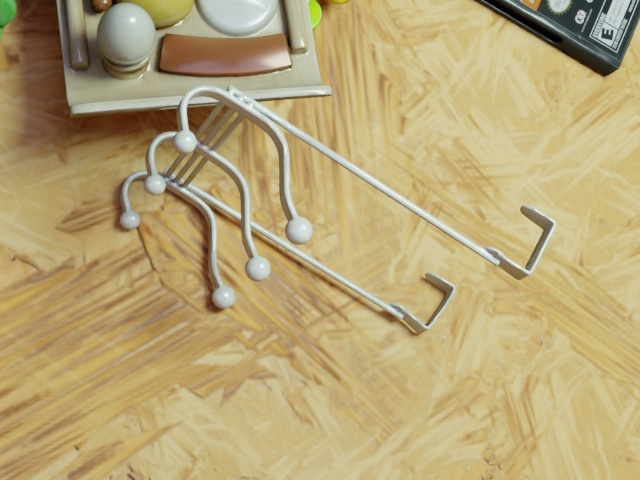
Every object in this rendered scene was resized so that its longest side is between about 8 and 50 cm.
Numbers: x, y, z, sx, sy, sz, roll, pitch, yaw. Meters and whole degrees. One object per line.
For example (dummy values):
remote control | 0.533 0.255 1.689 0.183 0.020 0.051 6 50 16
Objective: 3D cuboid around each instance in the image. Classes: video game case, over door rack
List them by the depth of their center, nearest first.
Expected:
over door rack | 0.000 0.000 1.326 0.324 0.239 0.108 21 69 -13
video game case | 0.241 -0.342 1.603 0.248 0.035 0.275 29 71 -11

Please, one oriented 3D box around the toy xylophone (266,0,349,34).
toy xylophone | -0.049 -0.305 1.465 0.236 0.081 0.323 41 69 5

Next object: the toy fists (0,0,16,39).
toy fists | -0.278 -0.238 1.266 0.142 0.096 0.279 30 76 29

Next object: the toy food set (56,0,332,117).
toy food set | -0.119 -0.253 1.342 0.219 0.092 0.306 -6 75 -9
